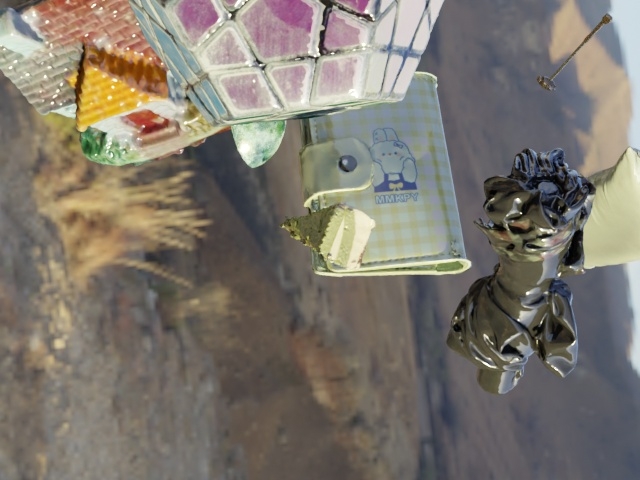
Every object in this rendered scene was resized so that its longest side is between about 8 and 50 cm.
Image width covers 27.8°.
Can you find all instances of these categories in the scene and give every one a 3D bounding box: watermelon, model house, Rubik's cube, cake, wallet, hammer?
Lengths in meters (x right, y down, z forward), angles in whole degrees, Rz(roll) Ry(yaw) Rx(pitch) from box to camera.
[{"bbox_3d":[-0.088,-0.137,1.666,0.061,0.085,0.085,49,-20,47],"label":"watermelon"},{"bbox_3d":[-0.318,-0.315,2.027,0.339,0.360,0.297,21,56,-63],"label":"model house"},{"bbox_3d":[-0.033,-0.249,1.219,0.319,0.264,0.319,52,-10,13],"label":"Rubik's cube"},{"bbox_3d":[0.000,0.000,1.218,0.140,0.051,0.055,-11,-118,67],"label":"cake"},{"bbox_3d":[0.083,-0.095,1.835,0.077,0.223,0.309,103,-17,-61],"label":"wallet"},{"bbox_3d":[0.306,-0.226,1.551,0.123,0.029,0.014,-49,-152,34],"label":"hammer"}]

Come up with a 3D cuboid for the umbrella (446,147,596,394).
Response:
[{"bbox_3d":[0.196,0.044,1.247,0.110,0.122,0.272,-96,-169,-52],"label":"umbrella"}]

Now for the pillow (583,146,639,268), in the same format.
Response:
[{"bbox_3d":[0.335,-0.033,1.493,0.078,0.144,0.254,-55,-167,-24],"label":"pillow"}]
